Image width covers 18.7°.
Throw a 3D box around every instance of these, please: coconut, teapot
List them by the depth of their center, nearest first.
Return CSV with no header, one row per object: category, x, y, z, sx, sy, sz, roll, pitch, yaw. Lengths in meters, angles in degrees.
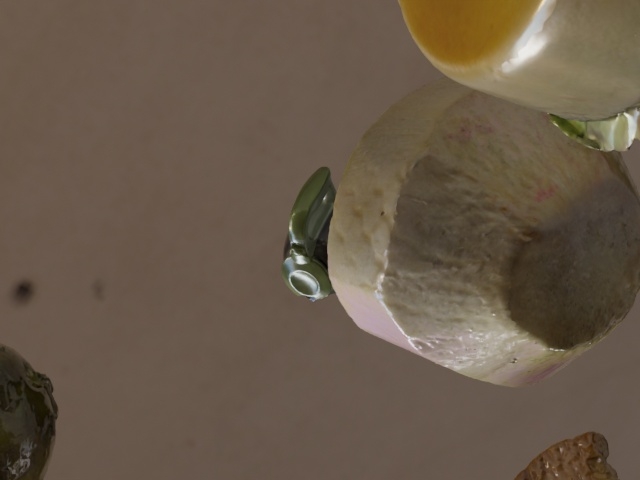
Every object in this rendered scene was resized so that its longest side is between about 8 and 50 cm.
coconut,0.129,-0.009,1.585,0.259,0.259,0.259,30,-166,-8
teapot,-0.006,0.003,1.911,0.124,0.092,0.091,55,-136,-19

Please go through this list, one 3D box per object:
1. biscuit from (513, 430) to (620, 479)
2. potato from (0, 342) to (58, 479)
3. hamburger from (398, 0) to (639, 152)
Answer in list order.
biscuit,0.229,0.296,1.826,0.033,0.144,0.224,51,-157,-50
potato,-0.284,0.196,1.315,0.141,0.298,0.176,39,-161,27
hamburger,0.147,-0.190,0.906,0.176,0.300,0.300,3,-157,-18
